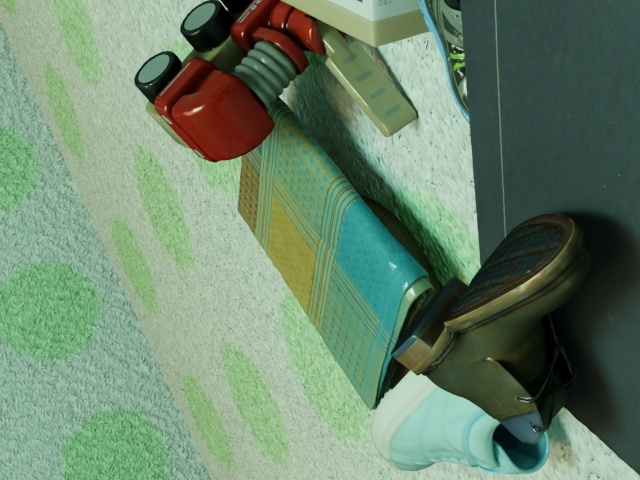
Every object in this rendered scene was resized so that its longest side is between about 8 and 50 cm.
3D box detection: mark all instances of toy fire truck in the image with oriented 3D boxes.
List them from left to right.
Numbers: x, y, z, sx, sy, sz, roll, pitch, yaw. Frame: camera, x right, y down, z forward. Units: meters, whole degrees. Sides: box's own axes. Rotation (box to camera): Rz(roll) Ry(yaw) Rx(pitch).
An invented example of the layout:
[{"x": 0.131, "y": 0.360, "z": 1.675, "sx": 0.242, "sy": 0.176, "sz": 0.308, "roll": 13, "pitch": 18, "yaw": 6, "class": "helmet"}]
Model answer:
[{"x": -0.043, "y": -0.169, "z": 0.951, "sx": 0.246, "sy": 0.217, "sz": 0.158, "roll": 26, "pitch": 163, "yaw": 48, "class": "toy fire truck"}]

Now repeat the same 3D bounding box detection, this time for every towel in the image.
[{"x": 0.000, "y": 0.000, "z": 1.102, "sx": 0.370, "sy": 0.040, "sz": 0.272, "roll": 55, "pitch": 152, "yaw": 29, "class": "towel"}]

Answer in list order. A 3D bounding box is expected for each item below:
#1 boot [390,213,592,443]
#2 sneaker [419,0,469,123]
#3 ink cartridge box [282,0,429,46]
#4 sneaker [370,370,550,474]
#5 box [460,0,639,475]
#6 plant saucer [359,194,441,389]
[{"x": 0.126, "y": 0.059, "z": 0.522, "sx": 0.106, "sy": 0.082, "sz": 0.219, "roll": 39, "pitch": 158, "yaw": 1, "class": "boot"}, {"x": 0.141, "y": -0.161, "z": 0.734, "sx": 0.188, "sy": 0.067, "sz": 0.078, "roll": 66, "pitch": 162, "yaw": 9, "class": "sneaker"}, {"x": 0.024, "y": -0.322, "z": 0.808, "sx": 0.193, "sy": 0.088, "sz": 0.235, "roll": 40, "pitch": 144, "yaw": 46, "class": "ink cartridge box"}, {"x": 0.158, "y": 0.198, "z": 0.932, "sx": 0.150, "sy": 0.135, "sz": 0.366, "roll": 59, "pitch": 155, "yaw": 24, "class": "sneaker"}, {"x": 0.243, "y": -0.011, "z": 0.461, "sx": 0.312, "sy": 0.178, "sz": 0.343, "roll": 44, "pitch": 155, "yaw": 43, "class": "box"}, {"x": 0.069, "y": 0.077, "z": 1.121, "sx": 0.278, "sy": 0.041, "sz": 0.278, "roll": 44, "pitch": 147, "yaw": 39, "class": "plant saucer"}]
